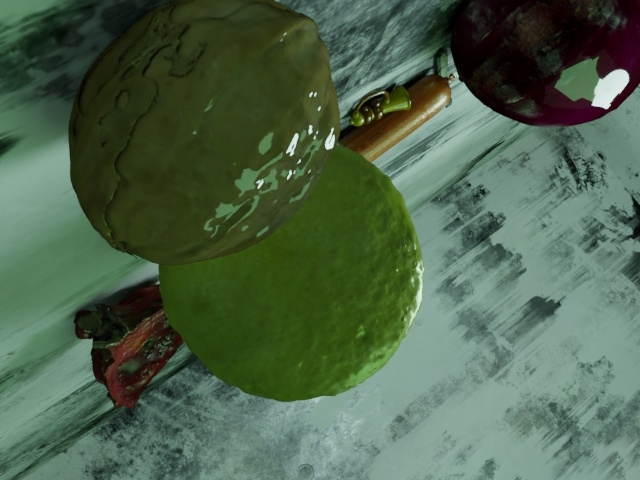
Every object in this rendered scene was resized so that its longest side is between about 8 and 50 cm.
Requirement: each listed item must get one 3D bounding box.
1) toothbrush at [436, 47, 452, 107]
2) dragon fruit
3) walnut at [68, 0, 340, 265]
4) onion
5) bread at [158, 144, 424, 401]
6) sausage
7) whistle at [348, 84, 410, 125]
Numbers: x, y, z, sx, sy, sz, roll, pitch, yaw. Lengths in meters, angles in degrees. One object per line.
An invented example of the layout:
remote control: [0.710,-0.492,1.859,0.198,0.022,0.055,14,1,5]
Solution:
toothbrush: [0.230,-0.303,1.166,0.026,0.028,0.294,-39,167,7]
dragon fruit: [-0.335,0.149,1.080,0.262,0.134,0.211,-52,160,-1]
walnut: [-0.092,-0.084,0.500,0.245,0.198,0.198,-48,170,10]
onion: [0.373,-0.302,0.977,0.282,0.260,0.337,-36,174,37]
bread: [-0.035,0.041,0.901,0.348,0.348,0.308,-36,175,-1]
sausage: [0.143,-0.219,1.105,0.234,0.071,0.071,-36,172,3]
whistle: [0.098,-0.220,1.024,0.109,0.046,0.057,-27,-177,-22]
